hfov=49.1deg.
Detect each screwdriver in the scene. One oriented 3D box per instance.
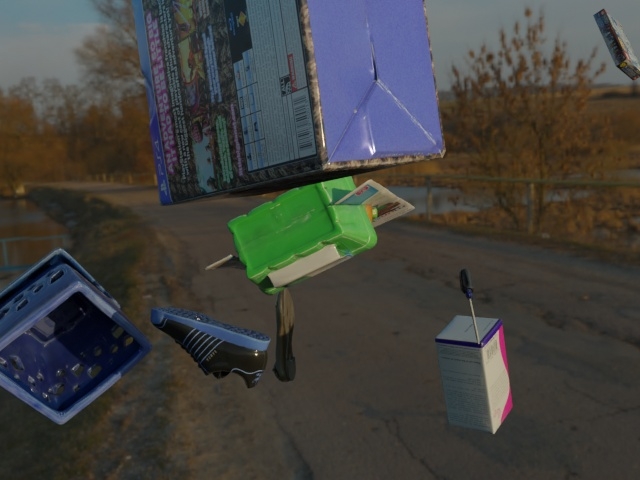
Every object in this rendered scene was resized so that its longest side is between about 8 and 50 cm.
[{"bbox_3d":[0.263,0.111,1.211,0.024,0.025,0.170,28,32,-23],"label":"screwdriver"}]

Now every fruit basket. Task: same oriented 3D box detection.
[{"bbox_3d":[0.000,0.000,1.295,0.327,0.165,0.353,-26,-17,15],"label":"fruit basket"}]

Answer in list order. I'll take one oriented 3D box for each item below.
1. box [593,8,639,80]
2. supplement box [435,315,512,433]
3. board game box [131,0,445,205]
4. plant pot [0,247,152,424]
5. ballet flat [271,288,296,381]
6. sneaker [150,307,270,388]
[{"bbox_3d":[0.627,-0.412,1.473,0.094,0.137,0.027,15,-35,-44],"label":"box"},{"bbox_3d":[0.333,0.286,1.507,0.114,0.220,0.111,1,22,37],"label":"supplement box"},{"bbox_3d":[-0.047,-0.167,0.678,0.141,0.232,0.291,-9,3,-38],"label":"board game box"},{"bbox_3d":[-0.508,0.169,1.357,0.236,0.236,0.212,-40,40,-7],"label":"plant pot"},{"bbox_3d":[-0.103,0.250,1.862,0.058,0.250,0.084,-3,-2,20],"label":"ballet flat"},{"bbox_3d":[-0.197,0.178,1.189,0.232,0.090,0.081,15,3,23],"label":"sneaker"}]
